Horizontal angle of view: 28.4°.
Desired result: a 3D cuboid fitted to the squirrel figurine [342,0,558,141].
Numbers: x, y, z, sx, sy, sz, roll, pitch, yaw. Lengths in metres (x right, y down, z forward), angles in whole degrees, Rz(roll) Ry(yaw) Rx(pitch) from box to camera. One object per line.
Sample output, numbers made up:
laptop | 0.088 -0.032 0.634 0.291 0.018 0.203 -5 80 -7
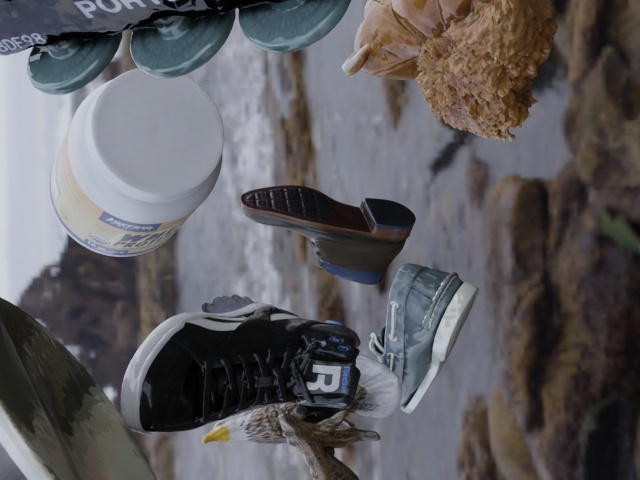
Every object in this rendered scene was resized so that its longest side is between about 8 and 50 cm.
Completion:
squirrel figurine | 0.198 -0.345 2.032 0.370 0.281 0.397 -42 58 43

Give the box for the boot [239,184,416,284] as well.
boot | 0.000 0.000 1.547 0.082 0.219 0.106 -102 25 -53

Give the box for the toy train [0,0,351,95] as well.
toy train | -0.100 -0.209 0.797 0.142 0.334 0.190 47 -134 -48

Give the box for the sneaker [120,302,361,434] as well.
sneaker | -0.040 0.094 0.928 0.217 0.121 0.079 -22 -63 -60

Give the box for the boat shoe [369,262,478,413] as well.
boat shoe | 0.117 0.120 1.583 0.116 0.099 0.319 -58 -9 -25

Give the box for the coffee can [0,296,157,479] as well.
coffee can | -0.261 0.193 0.791 0.201 0.275 0.201 53 -178 -3

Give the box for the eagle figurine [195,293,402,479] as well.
eagle figurine | -0.057 0.208 1.616 0.298 0.225 0.226 38 111 65

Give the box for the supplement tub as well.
supplement tub | -0.279 -0.116 1.913 0.316 0.228 0.228 143 125 -66
